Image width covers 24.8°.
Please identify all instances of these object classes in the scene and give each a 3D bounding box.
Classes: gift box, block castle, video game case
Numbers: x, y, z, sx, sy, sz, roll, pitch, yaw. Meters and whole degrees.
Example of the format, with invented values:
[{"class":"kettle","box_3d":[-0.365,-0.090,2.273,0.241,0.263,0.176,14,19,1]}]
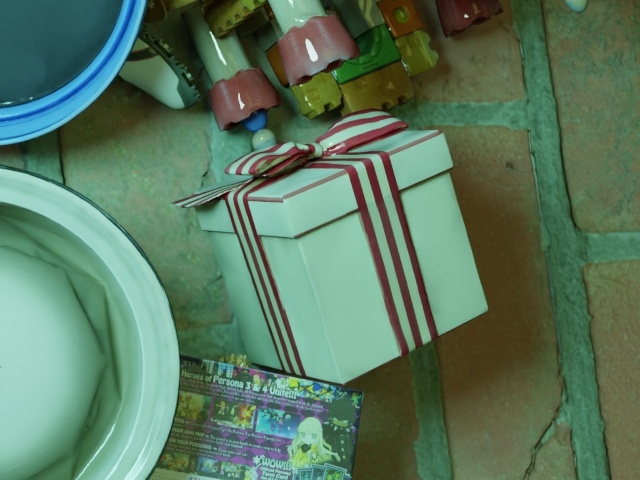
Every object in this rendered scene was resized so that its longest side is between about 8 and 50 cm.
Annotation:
[{"class":"gift box","box_3d":[0.000,0.000,1.697,0.255,0.276,0.258,-25,106,-33]},{"class":"block castle","box_3d":[0.084,-0.278,1.767,0.453,0.303,0.212,-26,92,-28]},{"class":"video game case","box_3d":[-0.079,0.246,1.591,0.232,0.042,0.210,12,73,-13]}]

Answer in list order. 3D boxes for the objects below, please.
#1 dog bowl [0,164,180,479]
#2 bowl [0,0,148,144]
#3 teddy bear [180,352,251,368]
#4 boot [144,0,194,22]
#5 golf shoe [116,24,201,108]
[{"class":"dog bowl","box_3d":[-0.354,0.131,1.488,0.408,0.150,0.407,1,86,-13]},{"class":"bowl","box_3d":[-0.371,-0.296,1.546,0.391,0.077,0.391,0,106,1]},{"class":"teddy bear","box_3d":[-0.151,0.233,1.641,0.245,0.113,0.338,-31,94,-27]},{"class":"boot","box_3d":[-0.242,-0.346,1.661,0.104,0.295,0.211,-41,119,-40]},{"class":"golf shoe","box_3d":[-0.267,-0.228,1.706,0.273,0.105,0.120,38,86,-14]}]
